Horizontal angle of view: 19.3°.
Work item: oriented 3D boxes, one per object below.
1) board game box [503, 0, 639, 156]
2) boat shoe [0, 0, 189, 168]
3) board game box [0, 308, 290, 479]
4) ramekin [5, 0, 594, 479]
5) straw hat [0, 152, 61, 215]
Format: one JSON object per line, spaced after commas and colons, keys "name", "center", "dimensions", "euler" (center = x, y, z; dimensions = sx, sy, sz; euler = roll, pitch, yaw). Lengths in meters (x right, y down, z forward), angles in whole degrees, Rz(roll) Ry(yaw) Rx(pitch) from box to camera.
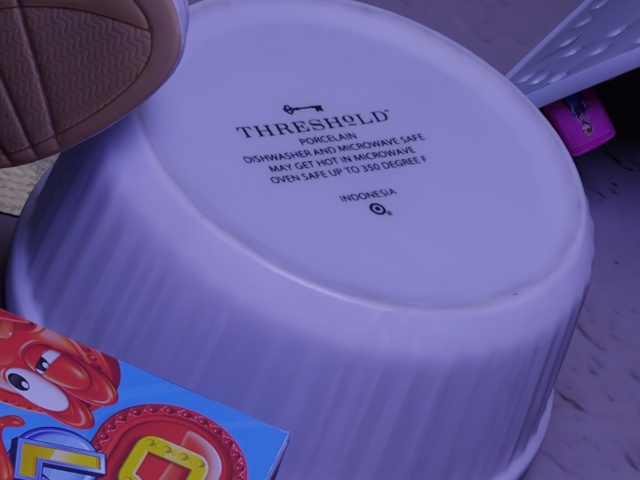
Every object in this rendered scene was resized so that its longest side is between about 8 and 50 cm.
{"name": "board game box", "center": [0.315, -0.181, 1.077], "dimensions": [0.050, 0.390, 0.390], "euler": [61, 37, -11]}
{"name": "boat shoe", "center": [-0.161, -0.079, 0.823], "dimensions": [0.277, 0.098, 0.096], "euler": [-12, 11, 32]}
{"name": "board game box", "center": [-0.202, 0.127, 0.651], "dimensions": [0.302, 0.086, 0.308], "euler": [22, 36, 4]}
{"name": "ramekin", "center": [0.000, 0.000, 0.858], "dimensions": [0.273, 0.127, 0.273], "euler": [14, 41, -12]}
{"name": "straw hat", "center": [-0.152, -0.080, 0.960], "dimensions": [0.144, 0.061, 0.144], "euler": [13, 36, -10]}
